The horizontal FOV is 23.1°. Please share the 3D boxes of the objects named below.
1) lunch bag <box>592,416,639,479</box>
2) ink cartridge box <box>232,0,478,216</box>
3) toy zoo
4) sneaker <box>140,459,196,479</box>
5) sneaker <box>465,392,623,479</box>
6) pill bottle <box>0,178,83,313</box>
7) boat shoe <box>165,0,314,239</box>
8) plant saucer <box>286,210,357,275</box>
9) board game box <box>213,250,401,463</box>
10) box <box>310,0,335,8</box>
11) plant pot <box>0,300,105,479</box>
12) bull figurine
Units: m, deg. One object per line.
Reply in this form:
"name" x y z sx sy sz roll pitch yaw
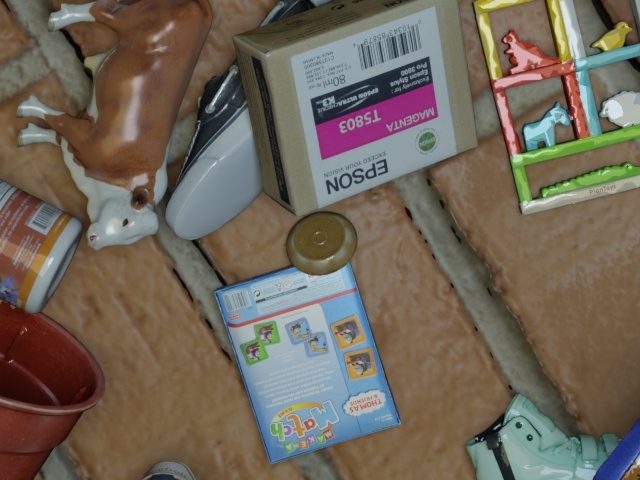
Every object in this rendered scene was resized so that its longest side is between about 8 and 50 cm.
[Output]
"lunch bag" 0.446 0.340 1.676 0.385 0.239 0.328 35 94 -22
"ink cartridge box" 0.041 -0.158 1.673 0.234 0.088 0.193 -23 119 -19
"toy zoo" 0.286 -0.193 1.760 0.192 0.030 0.293 -14 96 3
"sneaker" -0.148 0.397 1.801 0.126 0.127 0.321 -2 121 7
"sneaker" 0.292 0.229 1.780 0.255 0.094 0.151 -26 93 3
"pill bottle" -0.385 -0.015 1.747 0.216 0.121 0.121 27 97 -2
"boat shoe" -0.088 -0.142 1.740 0.102 0.108 0.301 38 97 30
"plant saucer" 0.000 0.000 1.772 0.083 0.015 0.083 -5 61 10
"board game box" -0.014 0.133 1.800 0.160 0.039 0.212 -17 95 2
"box" 0.019 -0.442 1.686 0.232 0.058 0.322 -29 80 4
"plant pot" -0.417 0.215 1.720 0.272 0.272 0.265 29 105 -2
"bull figurine" -0.230 -0.147 1.734 0.188 0.101 0.310 20 86 1
